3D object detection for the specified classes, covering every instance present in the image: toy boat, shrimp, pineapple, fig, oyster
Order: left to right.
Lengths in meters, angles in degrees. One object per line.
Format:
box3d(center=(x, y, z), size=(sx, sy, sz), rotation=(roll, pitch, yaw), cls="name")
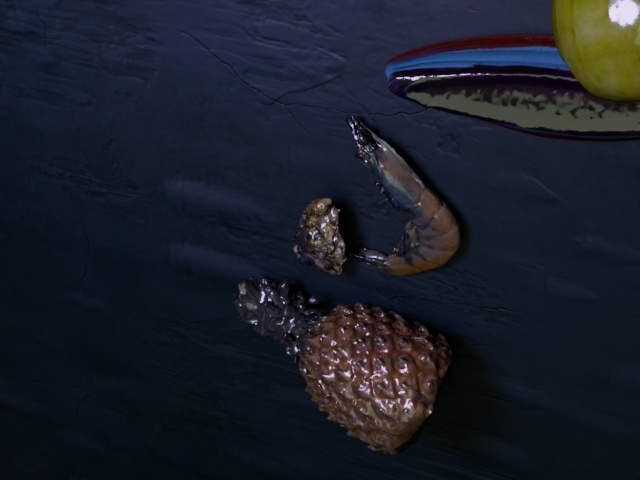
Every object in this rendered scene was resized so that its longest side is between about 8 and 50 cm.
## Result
box3d(center=(-0.005, -0.008, 1.400), size=(0.103, 0.051, 0.148), rotation=(32, 132, 34), cls="oyster")
box3d(center=(0.023, 0.170, 1.439), size=(0.362, 0.202, 0.202), rotation=(27, 129, 16), cls="pineapple")
box3d(center=(0.073, -0.048, 1.356), size=(0.198, 0.051, 0.262), rotation=(-30, 108, 37), cls="shrimp")
box3d(center=(0.262, -0.186, 1.168), size=(0.392, 0.079, 0.136), rotation=(9, 122, 17), cls="toy boat")
box3d(center=(0.356, -0.270, 0.961), size=(0.239, 0.239, 0.271), rotation=(1, 106, 25), cls="fig")
